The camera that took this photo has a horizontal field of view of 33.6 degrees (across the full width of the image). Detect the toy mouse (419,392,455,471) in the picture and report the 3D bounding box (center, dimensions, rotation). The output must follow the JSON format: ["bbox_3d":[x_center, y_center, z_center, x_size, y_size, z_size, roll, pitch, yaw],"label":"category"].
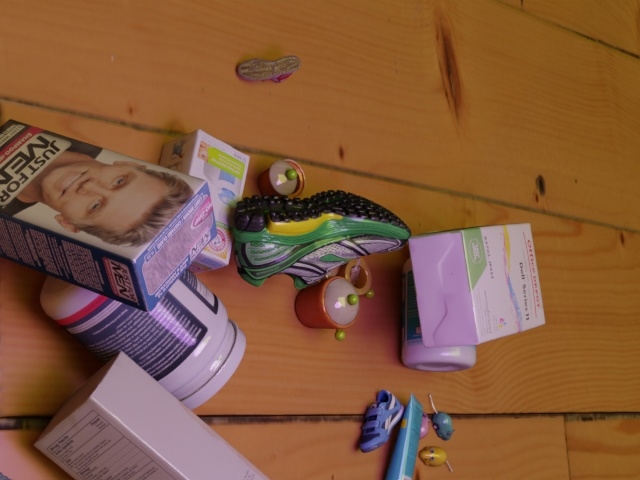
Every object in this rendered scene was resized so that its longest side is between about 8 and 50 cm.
[{"bbox_3d":[0.224,0.372,2.095,0.161,0.031,0.143,23,64,-38],"label":"toy mouse"}]

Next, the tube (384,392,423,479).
[{"bbox_3d":[0.160,0.397,1.997,0.080,0.052,0.207,57,45,-62],"label":"tube"}]

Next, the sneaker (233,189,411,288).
[{"bbox_3d":[0.000,0.000,1.796,0.343,0.134,0.146,-3,116,-31],"label":"sneaker"}]

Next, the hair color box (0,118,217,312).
[{"bbox_3d":[-0.334,-0.042,1.448,0.174,0.347,0.105,-54,151,-38],"label":"hair color box"}]

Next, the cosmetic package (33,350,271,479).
[{"bbox_3d":[-0.233,0.324,1.521,0.309,0.160,0.113,45,33,-11],"label":"cosmetic package"}]

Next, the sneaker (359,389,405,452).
[{"bbox_3d":[0.105,0.338,1.978,0.059,0.053,0.144,58,39,-17],"label":"sneaker"}]

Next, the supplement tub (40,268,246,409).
[{"bbox_3d":[-0.261,0.111,1.582,0.272,0.191,0.191,47,51,-25],"label":"supplement tub"}]

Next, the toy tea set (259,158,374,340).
[{"bbox_3d":[-0.005,0.010,1.901,0.336,0.124,0.200,54,49,-20],"label":"toy tea set"}]

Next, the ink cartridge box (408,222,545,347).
[{"bbox_3d":[0.313,0.075,1.979,0.353,0.119,0.207,-7,88,-55],"label":"ink cartridge box"}]

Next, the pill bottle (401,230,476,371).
[{"bbox_3d":[0.233,0.119,2.088,0.146,0.146,0.264,16,70,-41],"label":"pill bottle"}]

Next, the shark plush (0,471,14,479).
[{"bbox_3d":[-0.472,0.307,1.418,0.161,0.067,0.073,48,51,-24],"label":"shark plush"}]

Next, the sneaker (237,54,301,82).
[{"bbox_3d":[-0.099,-0.313,1.959,0.118,0.067,0.042,-9,88,-15],"label":"sneaker"}]

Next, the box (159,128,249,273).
[{"bbox_3d":[-0.206,-0.060,1.741,0.114,0.103,0.203,27,62,-36],"label":"box"}]
